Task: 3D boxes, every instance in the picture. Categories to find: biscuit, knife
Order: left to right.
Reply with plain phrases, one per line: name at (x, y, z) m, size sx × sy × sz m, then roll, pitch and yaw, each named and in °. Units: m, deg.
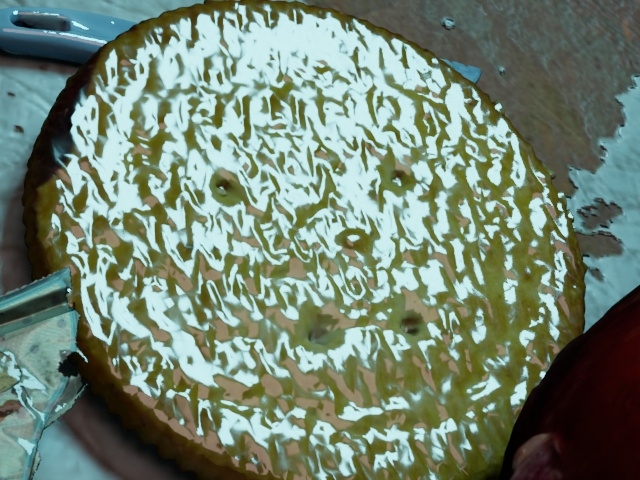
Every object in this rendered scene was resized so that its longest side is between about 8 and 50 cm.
knife at (-0.039, -0.108, 0.728) m, size 0.313 × 0.019 × 0.044 m, roll 4°, pitch 52°, yaw -24°
biscuit at (0.000, 0.000, 0.642) m, size 0.305 × 0.038 × 0.305 m, roll 10°, pitch 56°, yaw -16°

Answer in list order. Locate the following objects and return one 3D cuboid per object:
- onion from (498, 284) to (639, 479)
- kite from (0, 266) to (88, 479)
onion at (0.220, 0.132, 0.472) m, size 0.341 × 0.341 × 0.341 m, roll 12°, pitch 52°, yaw -16°
kite at (-0.170, 0.172, 0.443) m, size 0.368 × 0.014 × 0.406 m, roll 16°, pitch 56°, yaw -8°
